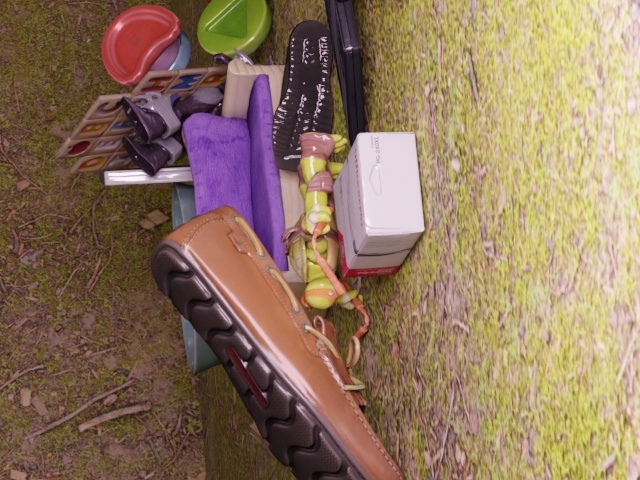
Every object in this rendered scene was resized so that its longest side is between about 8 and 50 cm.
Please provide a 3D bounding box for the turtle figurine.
[{"bbox_3d":[0.000,0.000,1.628,0.269,0.087,0.217,64,-158,-60],"label":"turtle figurine"}]

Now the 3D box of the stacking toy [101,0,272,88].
[{"bbox_3d":[-0.199,-0.341,2.384,0.279,0.309,0.130,50,-174,37],"label":"stacking toy"}]

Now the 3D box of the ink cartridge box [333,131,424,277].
[{"bbox_3d":[0.059,-0.035,1.449,0.150,0.063,0.109,117,150,-70],"label":"ink cartridge box"}]

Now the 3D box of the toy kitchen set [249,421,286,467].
[{"bbox_3d":[-0.059,0.300,2.235,0.083,0.075,0.068,41,154,16],"label":"toy kitchen set"}]

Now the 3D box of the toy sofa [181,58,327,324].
[{"bbox_3d":[-0.091,-0.062,1.943,0.150,0.177,0.362,107,159,-61],"label":"toy sofa"}]

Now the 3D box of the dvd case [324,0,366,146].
[{"bbox_3d":[0.023,-0.260,1.621,0.180,0.022,0.253,84,178,-58],"label":"dvd case"}]

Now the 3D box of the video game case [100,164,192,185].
[{"bbox_3d":[-0.205,-0.108,2.236,0.204,0.285,0.025,-163,70,-79],"label":"video game case"}]

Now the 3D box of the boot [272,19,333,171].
[{"bbox_3d":[-0.024,-0.195,1.870,0.137,0.077,0.198,-123,45,-78],"label":"boot"}]

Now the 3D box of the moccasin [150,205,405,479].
[{"bbox_3d":[-0.029,0.129,1.535,0.380,0.147,0.139,51,145,12],"label":"moccasin"}]

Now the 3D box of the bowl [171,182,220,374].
[{"bbox_3d":[-0.143,0.054,2.250,0.311,0.163,0.311,175,90,-81],"label":"bowl"}]

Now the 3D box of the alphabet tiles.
[{"bbox_3d":[-0.249,-0.195,2.253,0.285,0.342,0.011,-41,68,43],"label":"alphabet tiles"}]

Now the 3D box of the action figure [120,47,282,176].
[{"bbox_3d":[-0.168,-0.213,2.142,0.099,0.285,0.185,50,147,17],"label":"action figure"}]
